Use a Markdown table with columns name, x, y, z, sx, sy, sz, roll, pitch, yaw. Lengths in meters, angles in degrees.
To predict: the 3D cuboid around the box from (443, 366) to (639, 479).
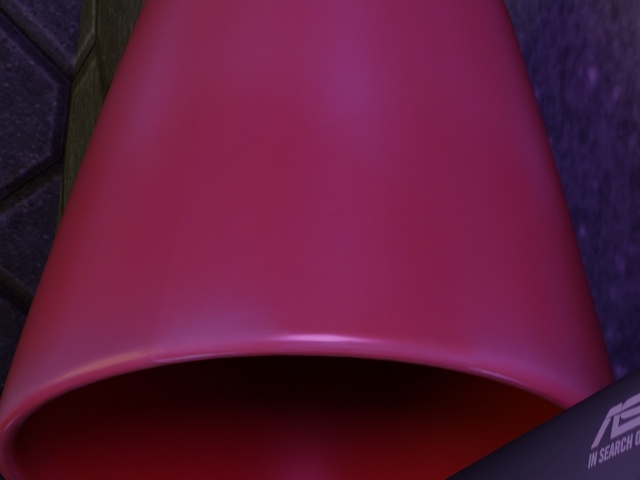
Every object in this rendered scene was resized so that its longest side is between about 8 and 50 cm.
| name | x | y | z | sx | sy | sz | roll | pitch | yaw |
| --- | --- | --- | --- | --- | --- | --- | --- | --- | --- |
| box | 0.069 | 0.191 | 0.402 | 0.307 | 0.076 | 0.242 | 132 | 158 | -56 |

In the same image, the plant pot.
| name | x | y | z | sx | sy | sz | roll | pitch | yaw |
| --- | --- | --- | --- | --- | --- | --- | --- | --- | --- |
| plant pot | 0.000 | 0.000 | 0.572 | 0.275 | 0.275 | 0.243 | 122 | 155 | -57 |
